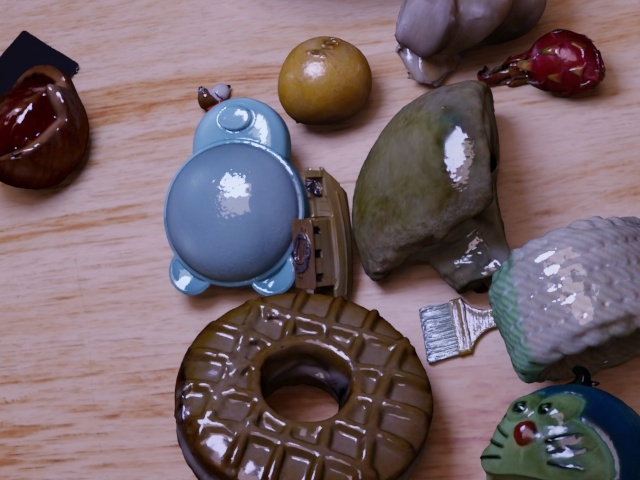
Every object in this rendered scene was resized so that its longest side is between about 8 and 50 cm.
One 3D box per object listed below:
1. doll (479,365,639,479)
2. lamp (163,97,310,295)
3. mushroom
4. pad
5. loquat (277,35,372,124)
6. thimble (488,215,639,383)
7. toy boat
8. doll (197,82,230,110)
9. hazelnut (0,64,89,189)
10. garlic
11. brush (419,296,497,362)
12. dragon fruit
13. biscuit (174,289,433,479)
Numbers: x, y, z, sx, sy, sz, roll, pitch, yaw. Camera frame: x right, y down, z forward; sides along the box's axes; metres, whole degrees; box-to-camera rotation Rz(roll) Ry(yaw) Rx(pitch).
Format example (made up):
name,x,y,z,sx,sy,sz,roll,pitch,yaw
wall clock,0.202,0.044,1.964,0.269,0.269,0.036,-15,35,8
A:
name,x,y,z,sx,sy,sz,roll,pitch,yaw
doll,0.277,0.302,1.193,0.198,0.186,0.322,3,82,52
lamp,-0.118,-0.064,1.512,0.209,0.147,0.284,2,66,13
mushroom,0.135,-0.074,1.418,0.217,0.212,0.292,-8,71,12
pad,-0.543,-0.230,1.813,0.159,0.009,0.265,33,80,28
loquat,0.004,-0.235,1.563,0.141,0.141,0.141,-7,63,15
thimble,0.314,0.071,1.265,0.219,0.219,0.150,-20,69,8
toy boat,0.000,0.000,1.447,0.057,0.077,0.201,2,96,53
doll,-0.159,-0.212,1.662,0.058,0.040,0.085,-21,60,-5
hazelnut,-0.453,-0.179,1.671,0.170,0.160,0.202,-19,66,10
garlic,0.207,-0.371,1.512,0.237,0.292,0.210,-10,61,-32
brush,0.239,0.100,1.397,0.218,0.010,0.083,-15,62,11
dragon fruit,0.312,-0.254,1.505,0.190,0.094,0.094,7,67,33
biscuit,-0.022,0.203,1.319,0.331,0.103,0.332,2,47,-3
